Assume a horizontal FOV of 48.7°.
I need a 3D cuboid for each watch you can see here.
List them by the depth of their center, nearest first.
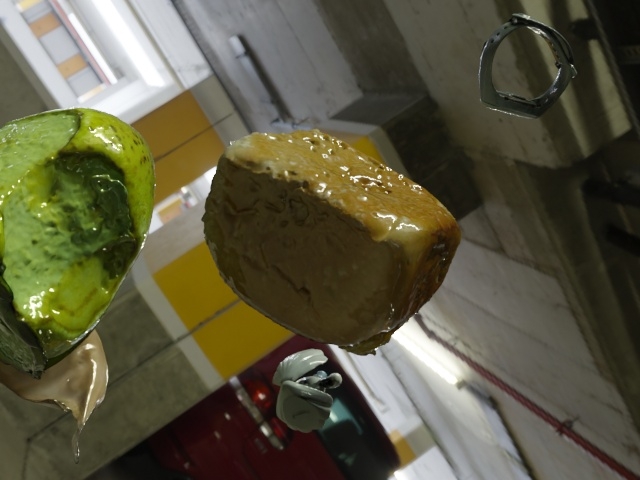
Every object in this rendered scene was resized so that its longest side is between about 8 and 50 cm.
[{"bbox_3d":[0.424,-0.351,1.446,0.068,0.206,0.192,-119,-137,-59],"label":"watch"}]

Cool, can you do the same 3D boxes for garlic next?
[{"bbox_3d":[-0.371,0.157,0.880,0.339,0.196,0.151,22,-62,16],"label":"garlic"}]

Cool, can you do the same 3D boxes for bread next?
[{"bbox_3d":[0.000,0.000,0.722,0.246,0.176,0.196,32,23,23],"label":"bread"}]

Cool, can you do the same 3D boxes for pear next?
[{"bbox_3d":[-0.274,-0.006,0.767,0.164,0.255,0.238,16,-45,31],"label":"pear"}]

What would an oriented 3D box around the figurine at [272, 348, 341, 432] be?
[{"bbox_3d":[-0.016,0.182,0.888,0.082,0.094,0.086,58,25,-15],"label":"figurine"}]
